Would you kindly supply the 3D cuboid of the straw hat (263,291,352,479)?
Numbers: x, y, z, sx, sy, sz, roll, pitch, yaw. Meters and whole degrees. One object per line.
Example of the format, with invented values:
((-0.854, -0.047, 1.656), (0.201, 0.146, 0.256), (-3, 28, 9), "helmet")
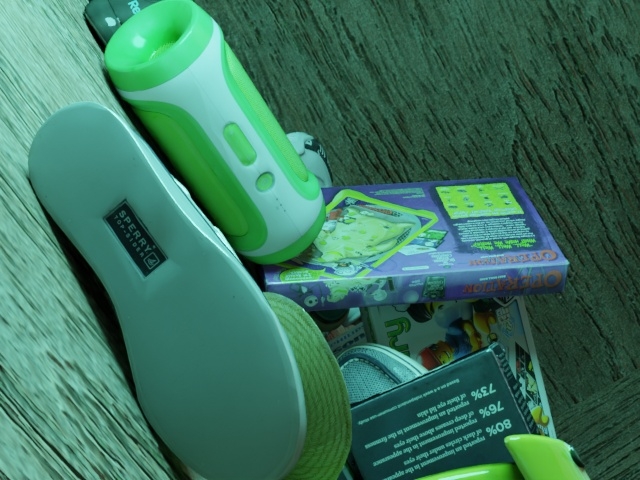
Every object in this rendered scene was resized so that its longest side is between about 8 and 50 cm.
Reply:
((-0.048, 0.108, 0.923), (0.061, 0.144, 0.144), (-11, 63, -41), "straw hat")

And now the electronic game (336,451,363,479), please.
((0.025, 0.203, 1.297), (0.229, 0.048, 0.229), (59, 4, -7), "electronic game")

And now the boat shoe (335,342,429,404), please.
((0.092, 0.231, 1.480), (0.340, 0.127, 0.158), (50, 14, 32), "boat shoe")

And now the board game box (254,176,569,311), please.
((0.092, 0.001, 1.622), (0.208, 0.347, 0.056), (-110, -161, -61), "board game box")

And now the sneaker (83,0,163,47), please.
((-0.202, -0.266, 1.574), (0.101, 0.106, 0.267), (56, 3, -23), "sneaker")

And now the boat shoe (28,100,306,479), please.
((-0.087, 0.035, 0.844), (0.267, 0.096, 0.088), (52, 5, 20), "boat shoe")

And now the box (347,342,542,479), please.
((0.128, 0.213, 1.221), (0.108, 0.153, 0.207), (8, 58, -79), "box")

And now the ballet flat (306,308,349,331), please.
((-0.052, 0.008, 1.734), (0.248, 0.086, 0.086), (61, 4, 2), "ballet flat")

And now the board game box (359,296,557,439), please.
((0.170, 0.181, 1.660), (0.053, 0.193, 0.305), (172, -96, -75), "board game box")

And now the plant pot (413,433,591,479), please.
((0.122, 0.255, 0.957), (0.227, 0.207, 0.228), (61, 5, 13), "plant pot")

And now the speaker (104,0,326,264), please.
((-0.104, -0.109, 1.459), (0.296, 0.131, 0.131), (56, 5, -39), "speaker")

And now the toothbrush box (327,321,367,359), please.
((0.161, 0.217, 1.805), (0.283, 0.206, 0.122), (59, 3, -20), "toothbrush box")

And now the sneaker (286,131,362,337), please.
((0.000, 0.000, 1.887), (0.210, 0.137, 0.366), (58, -1, 22), "sneaker")
